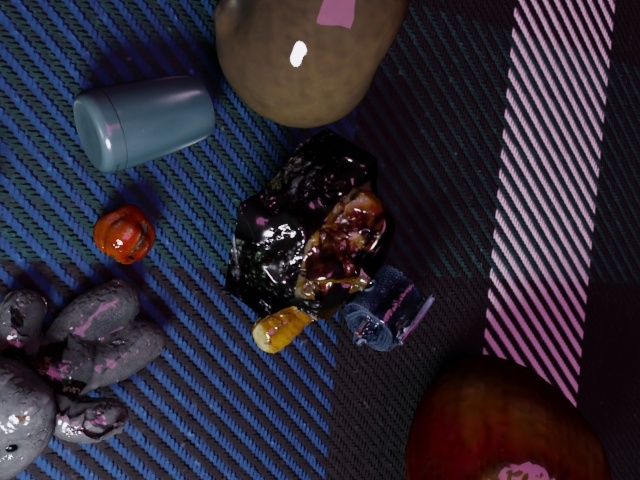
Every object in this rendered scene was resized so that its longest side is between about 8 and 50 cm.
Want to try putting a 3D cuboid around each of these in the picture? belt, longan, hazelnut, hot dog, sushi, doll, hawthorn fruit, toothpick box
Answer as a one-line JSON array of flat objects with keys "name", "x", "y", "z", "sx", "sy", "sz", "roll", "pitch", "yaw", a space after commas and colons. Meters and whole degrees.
[{"name": "belt", "x": 0.099, "y": 0.129, "z": 1.186, "sx": 0.122, "sy": 0.218, "sz": 0.128, "roll": 37, "pitch": 77, "yaw": 7}, {"name": "longan", "x": -0.011, "y": -0.345, "z": 1.042, "sx": 0.288, "sy": 0.288, "sz": 0.350, "roll": 17, "pitch": 94, "yaw": -30}, {"name": "hazelnut", "x": 0.343, "y": 0.410, "z": 1.272, "sx": 0.421, "sy": 0.353, "sz": 0.420, "roll": 15, "pitch": 60, "yaw": -28}, {"name": "hot dog", "x": 0.000, "y": 0.085, "z": 1.200, "sx": 0.289, "sy": 0.068, "sz": 0.083, "roll": -43, "pitch": 120, "yaw": -21}, {"name": "sushi", "x": 0.000, "y": 0.000, "z": 1.086, "sx": 0.212, "sy": 0.215, "sz": 0.227, "roll": 35, "pitch": 52, "yaw": 11}, {"name": "doll", "x": -0.369, "y": 0.182, "z": 0.942, "sx": 0.340, "sy": 0.158, "sz": 0.245, "roll": -30, "pitch": 99, "yaw": -24}, {"name": "hawthorn fruit", "x": -0.285, "y": -0.012, "z": 1.020, "sx": 0.093, "sy": 0.093, "sz": 0.093, "roll": -3, "pitch": 95, "yaw": -30}, {"name": "toothpick box", "x": -0.250, "y": -0.176, "z": 1.005, "sx": 0.184, "sy": 0.120, "sz": 0.120, "roll": -22, "pitch": 104, "yaw": -29}]
